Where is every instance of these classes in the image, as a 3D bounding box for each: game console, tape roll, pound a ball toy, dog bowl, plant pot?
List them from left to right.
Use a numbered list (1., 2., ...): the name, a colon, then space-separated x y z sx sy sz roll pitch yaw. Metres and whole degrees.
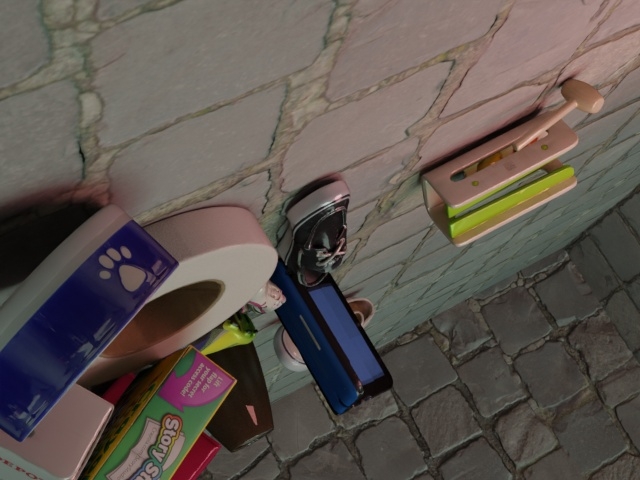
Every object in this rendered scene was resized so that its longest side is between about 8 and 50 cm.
1. dog bowl: -0.280 0.090 1.047 0.265 0.104 0.265 -48 -175 5
2. tape roll: -0.246 0.089 1.372 0.392 0.072 0.392 -29 164 -9
3. plant pot: -0.202 0.339 2.083 0.215 0.230 0.215 -29 167 -7
4. game console: 0.035 0.162 1.805 0.173 0.293 0.250 -27 166 -21
5. pound a ball toy: 0.339 -0.158 1.705 0.319 0.135 0.208 -28 141 -9

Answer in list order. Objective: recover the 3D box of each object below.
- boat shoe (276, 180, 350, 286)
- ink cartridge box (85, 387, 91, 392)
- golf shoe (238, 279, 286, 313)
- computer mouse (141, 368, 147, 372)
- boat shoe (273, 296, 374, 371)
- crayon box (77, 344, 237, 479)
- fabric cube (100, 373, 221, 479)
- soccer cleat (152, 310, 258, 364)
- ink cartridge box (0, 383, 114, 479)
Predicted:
1. boat shoe: 0.000 0.000 1.541 0.108 0.102 0.301 -25 166 -22
2. ink cartridge box: -0.489 0.344 1.648 0.212 0.154 0.093 -23 165 -28
3. golf shoe: -0.102 0.088 1.678 0.086 0.067 0.186 5 166 -5
4. computer mouse: -0.343 0.351 2.055 0.071 0.041 0.242 -45 149 -17
5. boat shoe: 0.034 0.210 2.329 0.156 0.136 0.367 -38 168 30
6. crayon box: -0.313 0.352 1.466 0.363 0.106 0.313 -56 -170 -27
7. fabric cube: -0.394 0.463 1.914 0.258 0.254 0.259 -49 177 -30
8. soccer cleat: -0.218 0.170 1.709 0.121 0.093 0.289 -40 164 20
9. ink cartridge box: -0.442 0.274 1.300 0.306 0.226 0.131 -46 -164 48
